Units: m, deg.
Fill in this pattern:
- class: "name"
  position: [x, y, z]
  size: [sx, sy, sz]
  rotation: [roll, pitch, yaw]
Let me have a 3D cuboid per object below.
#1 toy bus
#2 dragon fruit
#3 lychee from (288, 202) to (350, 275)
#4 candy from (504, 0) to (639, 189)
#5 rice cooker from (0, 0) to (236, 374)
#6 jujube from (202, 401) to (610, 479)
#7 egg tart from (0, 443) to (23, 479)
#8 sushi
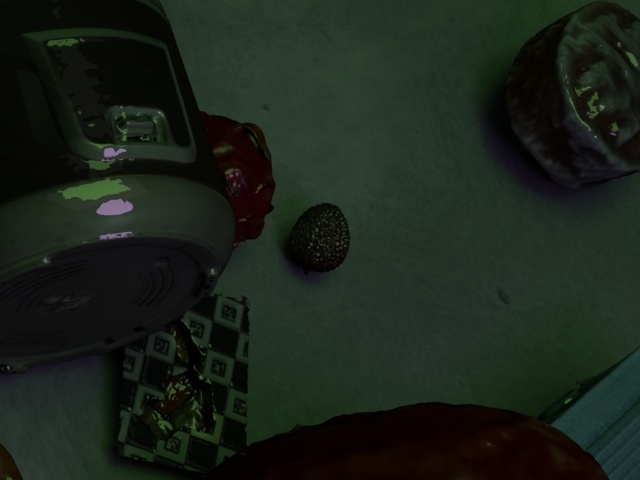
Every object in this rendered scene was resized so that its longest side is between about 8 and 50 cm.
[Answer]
- class: "toy bus"
  position: [0.289, 0.240, 1.646]
  size: [0.312, 0.190, 0.152]
  rotation: [-31, 83, -42]
- class: "dragon fruit"
  position: [-0.110, -0.072, 1.618]
  size: [0.136, 0.133, 0.166]
  rotation: [12, 45, -38]
- class: "lychee"
  position: [0.000, 0.000, 1.687]
  size: [0.067, 0.083, 0.068]
  rotation: [16, 10, 12]
- class: "candy"
  position: [0.344, -0.182, 1.977]
  size: [0.214, 0.157, 0.289]
  rotation: [59, 40, -8]
- class: "rice cooker"
  position: [-0.253, -0.081, 1.398]
  size: [0.335, 0.335, 0.325]
  rotation: [-4, 64, -36]
- class: "jujube"
  position: [0.081, 0.272, 1.382]
  size: [0.377, 0.276, 0.276]
  rotation: [-6, 58, 7]
- class: "egg tart"
  position: [-0.334, 0.232, 1.262]
  size: [0.202, 0.147, 0.202]
  rotation: [15, 56, -23]
- class: "sushi"
  position: [-0.138, 0.135, 1.534]
  size: [0.139, 0.031, 0.201]
  rotation: [16, 57, -26]
